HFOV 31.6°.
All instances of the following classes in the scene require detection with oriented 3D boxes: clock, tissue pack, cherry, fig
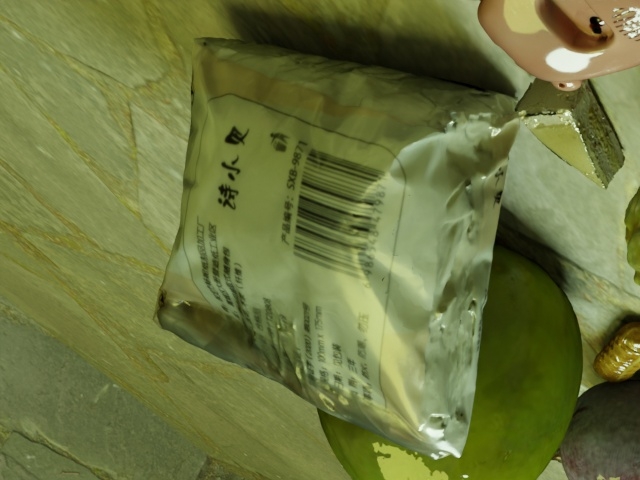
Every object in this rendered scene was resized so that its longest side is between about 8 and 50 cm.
[{"bbox_3d":[0.195,-0.178,0.793,0.166,0.093,0.162,38,154,-24],"label":"clock"},{"bbox_3d":[0.000,0.000,1.127,0.390,0.195,0.376,22,114,28],"label":"tissue pack"},{"bbox_3d":[0.410,0.274,1.455,0.266,0.184,0.213,3,165,24],"label":"cherry"},{"bbox_3d":[0.149,0.168,1.324,0.343,0.343,0.343,24,159,10],"label":"fig"}]

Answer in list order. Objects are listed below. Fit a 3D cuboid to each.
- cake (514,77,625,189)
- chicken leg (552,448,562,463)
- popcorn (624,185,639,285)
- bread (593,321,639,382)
[{"bbox_3d":[0.235,-0.093,0.997,0.121,0.052,0.065,38,155,-23],"label":"cake"},{"bbox_3d":[0.311,0.282,1.760,0.177,0.083,0.322,-1,145,35],"label":"chicken leg"},{"bbox_3d":[0.345,-0.007,0.921,0.187,0.167,0.186,-28,101,26],"label":"popcorn"},{"bbox_3d":[0.373,0.138,1.379,0.052,0.044,0.157,19,160,6],"label":"bread"}]
